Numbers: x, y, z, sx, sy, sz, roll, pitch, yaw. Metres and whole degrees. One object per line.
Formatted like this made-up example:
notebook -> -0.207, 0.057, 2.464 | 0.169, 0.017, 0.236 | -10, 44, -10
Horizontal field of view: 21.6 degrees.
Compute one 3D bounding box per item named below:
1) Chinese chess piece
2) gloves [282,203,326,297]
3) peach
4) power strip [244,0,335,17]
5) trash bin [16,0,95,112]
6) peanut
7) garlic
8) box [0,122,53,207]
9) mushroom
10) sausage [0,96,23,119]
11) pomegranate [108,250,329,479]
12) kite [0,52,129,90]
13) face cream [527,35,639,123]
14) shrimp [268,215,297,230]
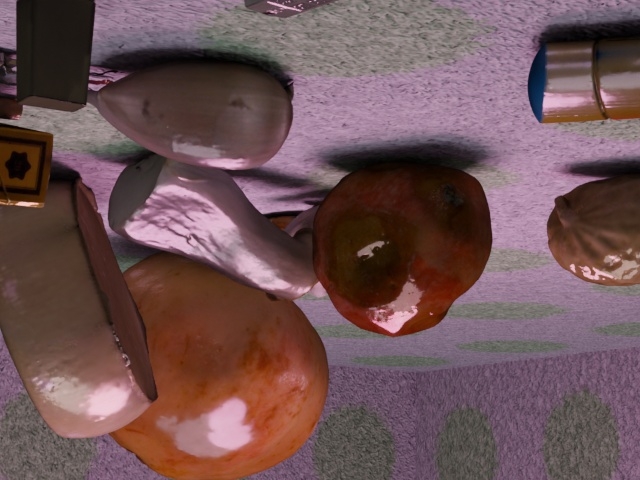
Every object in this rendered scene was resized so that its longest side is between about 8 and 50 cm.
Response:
Chinese chess piece -> -0.322, 0.086, 2.154 | 0.140, 0.338, 0.338 | -18, 169, 0
gloves -> 0.031, 0.004, 2.238 | 0.218, 0.140, 0.131 | -6, 166, 10
peach -> 0.104, -0.005, 2.025 | 0.214, 0.214, 0.235 | 7, 148, -31
power strip -> -0.014, -0.206, 1.378 | 0.051, 0.019, 0.136 | 7, 168, -41
trash bin -> -0.230, -0.161, 1.437 | 0.061, 0.092, 0.043 | 7, 170, -31
peanut -> 0.430, -0.013, 2.071 | 0.291, 0.143, 0.159 | 2, 180, -18
garlic -> -0.146, -0.129, 1.633 | 0.266, 0.129, 0.148 | 11, 150, -17
box -> -0.446, -0.097, 1.680 | 0.301, 0.084, 0.192 | 7, -175, -43
mushroom -> -0.116, -0.012, 2.084 | 0.328, 0.122, 0.159 | 28, 169, -36
sausage -> -0.373, -0.144, 1.738 | 0.132, 0.024, 0.024 | 7, 168, -31
pomegranate -> -0.169, 0.189, 2.666 | 0.411, 0.412, 0.411 | 1, 170, 0
kite -> -0.313, -0.167, 1.633 | 0.245, 0.015, 0.141 | 7, 165, -26
face cream -> 0.326, -0.150, 1.521 | 0.285, 0.067, 0.139 | -2, 167, 17
shrimp -> 0.000, 0.000, 2.482 | 0.262, 0.051, 0.198 | 15, 170, -43
